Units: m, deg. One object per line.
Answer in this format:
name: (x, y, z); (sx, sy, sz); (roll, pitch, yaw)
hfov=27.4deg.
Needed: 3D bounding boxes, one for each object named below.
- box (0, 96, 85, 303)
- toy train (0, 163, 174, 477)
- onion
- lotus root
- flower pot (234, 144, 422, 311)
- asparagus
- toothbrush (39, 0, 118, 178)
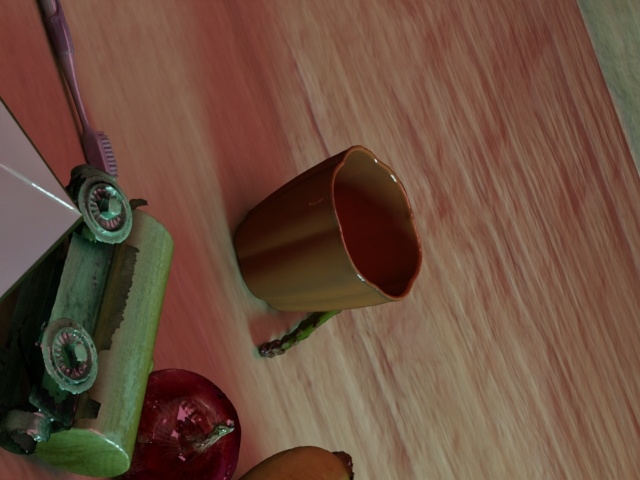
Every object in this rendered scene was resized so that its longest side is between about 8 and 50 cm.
box: (-0.334, -0.020, 1.074); (0.177, 0.148, 0.195); (57, 34, -17)
toy train: (-0.211, 0.074, 1.223); (0.189, 0.126, 0.307); (34, 45, -32)
onion: (-0.124, 0.197, 1.302); (0.150, 0.140, 0.150); (13, 71, -45)
lotus root: (-0.064, 0.313, 1.324); (0.303, 0.131, 0.146); (-50, 153, -43)
flower pot: (0.000, 0.000, 1.568); (0.191, 0.173, 0.190); (34, 47, -47)
asparagus: (-0.013, 0.103, 1.640); (0.025, 0.024, 0.248); (31, 28, 16)
toothbrush: (-0.276, -0.230, 1.392); (0.029, 0.024, 0.354); (-18, 90, -64)
